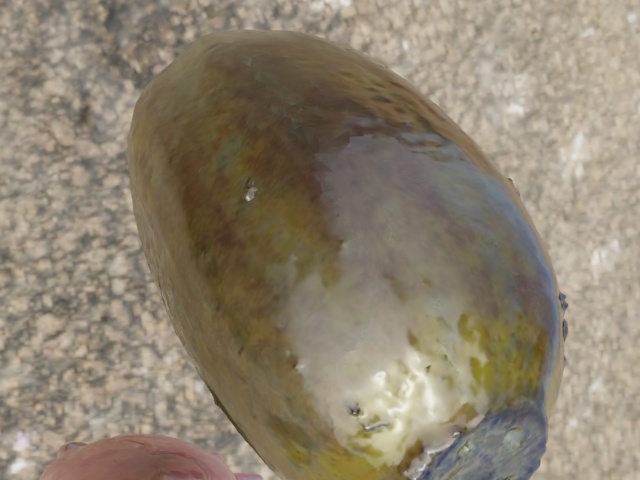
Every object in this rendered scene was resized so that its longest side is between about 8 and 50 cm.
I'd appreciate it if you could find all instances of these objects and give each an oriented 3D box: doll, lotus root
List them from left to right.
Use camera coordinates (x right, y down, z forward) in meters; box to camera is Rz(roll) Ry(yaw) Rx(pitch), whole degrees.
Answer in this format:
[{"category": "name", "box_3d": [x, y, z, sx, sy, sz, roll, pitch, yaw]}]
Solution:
[{"category": "doll", "box_3d": [-0.139, 0.224, 0.901, 0.211, 0.262, 0.093, -18, 120, -51]}, {"category": "lotus root", "box_3d": [0.000, 0.000, 0.398, 0.124, 0.241, 0.123, -25, 128, -10]}]
